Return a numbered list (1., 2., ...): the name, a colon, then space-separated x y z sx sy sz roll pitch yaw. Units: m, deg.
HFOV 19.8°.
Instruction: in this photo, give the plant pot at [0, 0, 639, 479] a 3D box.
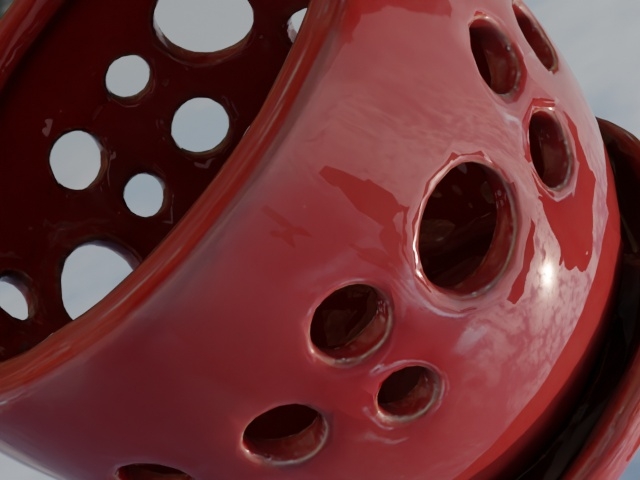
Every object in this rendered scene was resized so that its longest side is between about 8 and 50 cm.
1. plant pot: 0.000 0.000 0.523 0.191 0.174 0.191 -36 -144 31
